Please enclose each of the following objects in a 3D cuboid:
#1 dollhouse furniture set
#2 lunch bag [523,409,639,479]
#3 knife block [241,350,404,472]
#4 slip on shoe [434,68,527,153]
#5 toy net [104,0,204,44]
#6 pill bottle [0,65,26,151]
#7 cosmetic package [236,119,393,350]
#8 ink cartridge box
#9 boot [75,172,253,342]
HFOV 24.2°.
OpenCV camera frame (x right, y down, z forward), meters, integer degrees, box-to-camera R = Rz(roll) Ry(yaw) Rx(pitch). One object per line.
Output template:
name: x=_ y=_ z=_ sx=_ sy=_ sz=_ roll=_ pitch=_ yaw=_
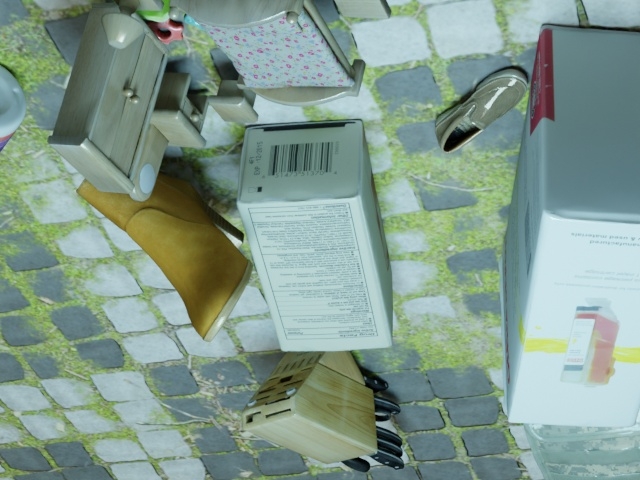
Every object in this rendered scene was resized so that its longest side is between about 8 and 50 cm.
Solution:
dollhouse furniture set: x=-0.075 y=-0.133 z=1.539 sx=0.355 sy=0.174 sz=0.303 roll=5 pitch=159 yaw=23
lunch bag: x=0.397 y=0.216 z=2.029 sx=0.235 sy=0.169 sz=0.287 roll=-8 pitch=133 yaw=21
knife block: x=0.021 y=0.268 z=2.087 sx=0.088 sy=0.276 sz=0.242 roll=-20 pitch=105 yaw=28
slip on shoe: x=0.183 y=-0.146 z=1.707 sx=0.051 sy=0.041 sz=0.135 roll=34 pitch=133 yaw=-30
toy net: x=-0.118 y=-0.233 z=1.636 sx=0.232 sy=0.045 sz=0.122 roll=20 pitch=138 yaw=-17
pill bottle: x=-0.433 y=-0.121 z=1.762 sx=0.108 sy=0.108 sz=0.193 roll=25 pitch=137 yaw=-22
cosmetic package: x=0.000 y=0.000 z=1.841 sx=0.153 sy=0.129 sz=0.296 roll=-3 pitch=140 yaw=8
ink cartridge box: x=0.302 y=-0.006 z=1.680 sx=0.160 sy=0.279 sz=0.385 roll=3 pitch=141 yaw=2
boot: x=-0.190 y=-0.004 z=1.728 sx=0.211 sy=0.295 sz=0.104 roll=32 pitch=106 yaw=-14
